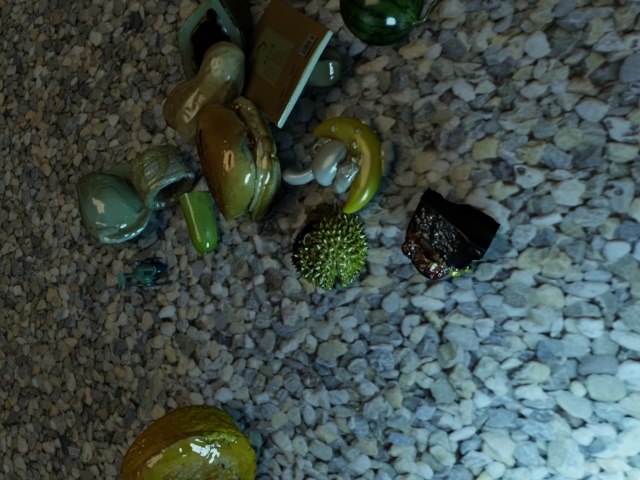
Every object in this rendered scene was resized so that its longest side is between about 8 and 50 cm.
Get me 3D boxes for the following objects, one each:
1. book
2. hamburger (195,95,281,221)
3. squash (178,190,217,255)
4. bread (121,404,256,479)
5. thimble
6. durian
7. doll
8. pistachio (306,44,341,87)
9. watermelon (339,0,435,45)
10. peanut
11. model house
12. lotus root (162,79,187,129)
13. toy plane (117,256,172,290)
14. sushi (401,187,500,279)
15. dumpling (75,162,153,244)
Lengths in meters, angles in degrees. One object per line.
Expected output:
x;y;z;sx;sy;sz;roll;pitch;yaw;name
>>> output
-0.115;-0.479;1.630;0.268;0.032;0.389;-59;37;17;book
-0.222;-0.204;1.635;0.284;0.174;0.304;105;147;-53;hamburger
-0.348;-0.046;1.807;0.095;0.095;0.187;-22;78;32;squash
-0.352;0.606;1.625;0.358;0.337;0.204;-57;34;15;bread
-0.478;-0.197;1.881;0.191;0.137;0.143;-36;66;16;thimble
0.000;0.000;1.521;0.193;0.138;0.237;-46;61;23;durian
0.054;-0.193;1.519;0.237;0.111;0.252;39;104;18;doll
-0.007;-0.442;1.584;0.149;0.113;0.113;0;86;36;pistachio
0.138;-0.581;1.484;0.204;0.127;0.232;-49;66;18;watermelon
-0.307;-0.405;1.711;0.313;0.149;0.149;-47;61;29;peanut
-0.304;-0.606;1.774;0.268;0.173;0.239;-34;32;29;model house
-0.387;-0.421;1.851;0.221;0.118;0.125;-39;80;24;lotus root
-0.566;0.106;1.967;0.235;0.060;0.096;-6;95;31;toy plane
0.262;0.004;1.334;0.172;0.153;0.150;32;124;11;sushi
-0.668;-0.118;1.965;0.270;0.212;0.320;-36;77;25;dumpling
